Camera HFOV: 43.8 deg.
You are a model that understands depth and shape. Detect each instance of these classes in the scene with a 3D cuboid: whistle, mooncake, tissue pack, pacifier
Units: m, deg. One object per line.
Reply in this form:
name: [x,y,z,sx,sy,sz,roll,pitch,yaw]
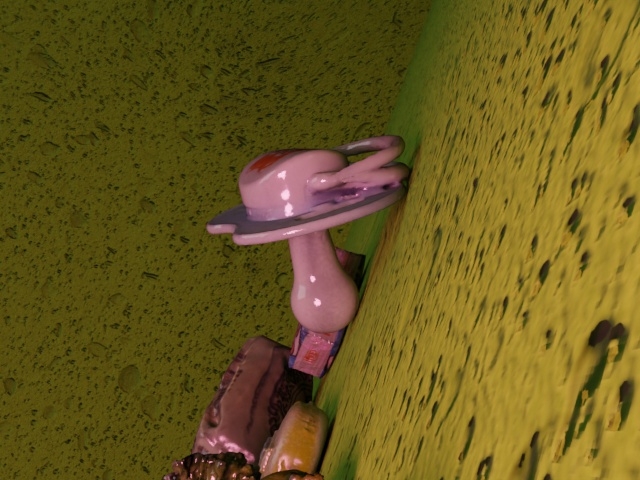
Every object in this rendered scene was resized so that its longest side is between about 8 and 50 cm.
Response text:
whistle: [-0.028,0.203,0.814,0.198,0.057,0.104,-78,9,-84]
mooncake: [-0.102,0.297,1.158,0.250,0.136,0.254,-66,-8,-55]
tissue pack: [0.008,0.100,1.128,0.115,0.065,0.155,109,-178,-54]
pacifier: [0.000,0.000,0.979,0.299,0.244,0.232,-160,58,-68]

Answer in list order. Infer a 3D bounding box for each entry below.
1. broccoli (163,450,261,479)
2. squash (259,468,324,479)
broccoli: [-0.142,0.330,0.757,0.304,0.146,0.164,-45,-21,-61]
squash: [-0.045,0.232,0.555,0.069,0.069,0.258,-69,-1,-55]
